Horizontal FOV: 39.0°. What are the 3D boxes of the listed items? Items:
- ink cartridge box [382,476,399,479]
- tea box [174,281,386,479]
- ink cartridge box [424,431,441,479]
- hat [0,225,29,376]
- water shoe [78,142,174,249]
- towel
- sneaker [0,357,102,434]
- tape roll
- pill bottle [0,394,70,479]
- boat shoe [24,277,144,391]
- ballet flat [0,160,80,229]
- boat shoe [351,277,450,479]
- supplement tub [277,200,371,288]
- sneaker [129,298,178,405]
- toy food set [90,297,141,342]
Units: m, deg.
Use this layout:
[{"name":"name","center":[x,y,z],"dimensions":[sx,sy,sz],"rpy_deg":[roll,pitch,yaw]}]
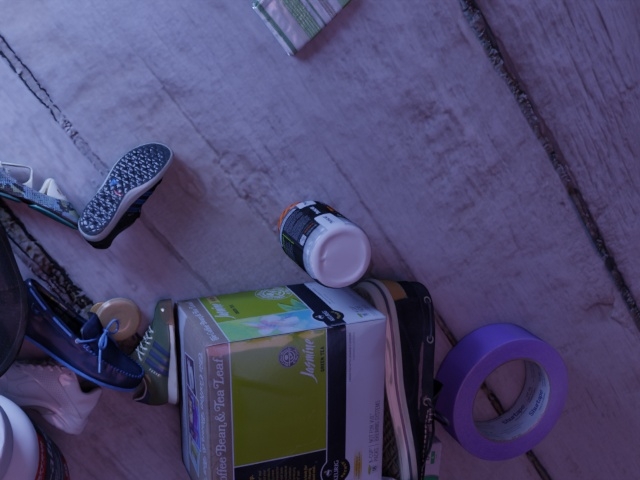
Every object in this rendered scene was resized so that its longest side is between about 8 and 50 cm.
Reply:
[{"name":"ink cartridge box","center":[0.038,0.542,1.667],"dimensions":[0.119,0.353,0.207],"rpy_deg":[-47,131,-55]},{"name":"tea box","center":[-0.074,0.270,1.592],"dimensions":[0.323,0.220,0.329],"rpy_deg":[-6,109,-22]},{"name":"ink cartridge box","center":[0.135,0.499,1.852],"dimensions":[0.225,0.056,0.181],"rpy_deg":[-5,109,-23]},{"name":"hat","center":[-0.607,0.082,1.357],"dimensions":[0.331,0.134,0.331],"rpy_deg":[-5,101,-25]},{"name":"water shoe","center":[-0.316,-0.075,1.470],"dimensions":[0.073,0.080,0.203],"rpy_deg":[36,70,14]},{"name":"towel","center":[-0.029,-0.397,1.506],"dimensions":[0.152,0.023,0.113],"rpy_deg":[-44,120,-7]},{"name":"sneaker","center":[-0.464,0.226,1.497],"dimensions":[0.232,0.090,0.115],"rpy_deg":[39,83,-37]},{"name":"tape roll","center":[0.374,0.314,1.870],"dimensions":[0.275,0.090,0.275],"rpy_deg":[-7,109,-21]},{"name":"pill bottle","center":[-0.507,0.342,1.337],"dimensions":[0.210,0.363,0.210],"rpy_deg":[1,65,-3]},{"name":"boat shoe","center":[-0.391,0.156,1.470],"dimensions":[0.258,0.109,0.089],"rpy_deg":[34,98,-22]},{"name":"ballet flat","center":[-0.449,-0.079,1.409],"dimensions":[0.188,0.070,0.070],"rpy_deg":[26,96,-31]},{"name":"boat shoe","center":[0.154,0.307,1.713],"dimensions":[0.156,0.187,0.500],"rpy_deg":[-11,103,-31]},{"name":"supplement tub","center":[0.000,0.000,1.550],"dimensions":[0.117,0.190,0.117],"rpy_deg":[-8,111,-21]},{"name":"sneaker","center":[-0.293,0.198,1.563],"dimensions":[0.086,0.064,0.192],"rpy_deg":[-4,103,-11]},{"name":"toy food set","center":[-0.348,0.136,1.544],"dimensions":[0.083,0.020,0.082],"rpy_deg":[-21,114,-16]}]
